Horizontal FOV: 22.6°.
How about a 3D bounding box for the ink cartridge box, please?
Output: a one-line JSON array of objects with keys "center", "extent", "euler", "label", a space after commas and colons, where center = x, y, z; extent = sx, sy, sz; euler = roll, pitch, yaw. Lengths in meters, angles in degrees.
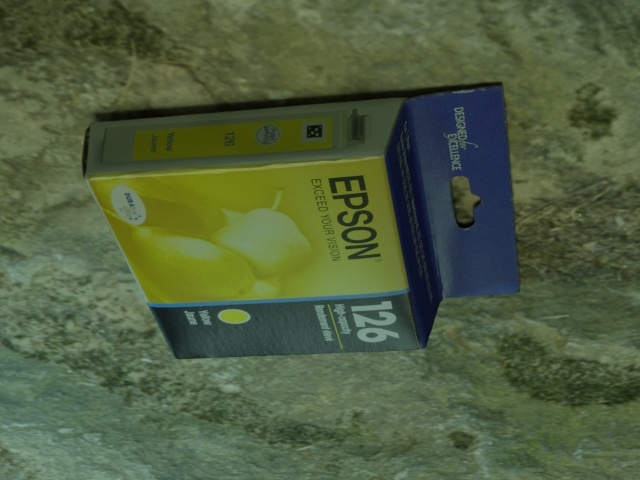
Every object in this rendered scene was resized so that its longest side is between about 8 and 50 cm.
[{"center": [0.000, 0.000, 1.274], "extent": [0.307, 0.072, 0.303], "euler": [-2, 148, 9], "label": "ink cartridge box"}]
